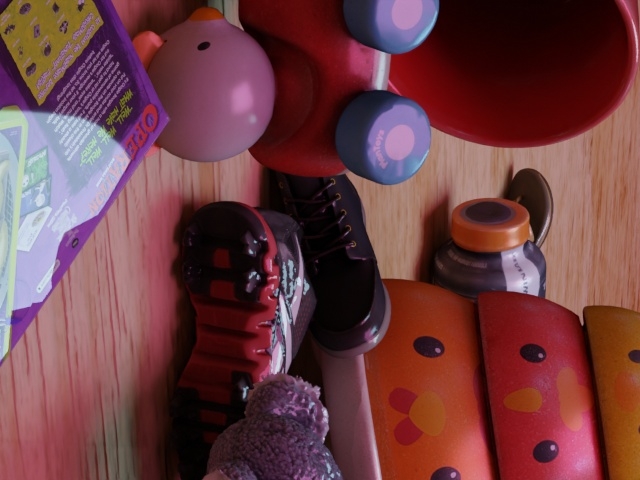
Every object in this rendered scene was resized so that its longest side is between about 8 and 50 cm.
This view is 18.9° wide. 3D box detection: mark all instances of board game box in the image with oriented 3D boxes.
[{"bbox_3d":[-0.233,-0.040,1.306,0.347,0.056,0.208,-59,138,-35],"label":"board game box"}]

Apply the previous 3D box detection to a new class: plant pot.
[{"bbox_3d":[0.197,-0.267,1.920,0.243,0.275,0.275,-68,156,-46],"label":"plant pot"}]

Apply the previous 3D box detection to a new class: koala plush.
[{"bbox_3d":[-0.018,0.231,1.575,0.221,0.203,0.196,64,32,-19],"label":"koala plush"}]

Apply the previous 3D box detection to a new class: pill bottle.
[{"bbox_3d":[0.191,0.077,2.188,0.130,0.130,0.245,-42,137,-52],"label":"pill bottle"}]

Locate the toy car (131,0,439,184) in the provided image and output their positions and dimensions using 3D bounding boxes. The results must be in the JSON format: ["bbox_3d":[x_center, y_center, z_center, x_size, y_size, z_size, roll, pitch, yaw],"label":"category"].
[{"bbox_3d":[-0.065,-0.144,1.528,0.238,0.219,0.210,-10,112,-33],"label":"toy car"}]

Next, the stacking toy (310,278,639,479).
[{"bbox_3d":[0.249,0.162,1.858,0.350,0.480,0.350,-11,90,-85],"label":"stacking toy"}]

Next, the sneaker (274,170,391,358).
[{"bbox_3d":[0.000,0.000,1.752,0.222,0.083,0.118,-102,169,-46],"label":"sneaker"}]

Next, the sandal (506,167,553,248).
[{"bbox_3d":[0.231,-0.004,2.328,0.049,0.072,0.180,25,82,-43],"label":"sandal"}]

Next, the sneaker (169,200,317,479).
[{"bbox_3d":[-0.063,0.095,1.692,0.135,0.098,0.276,-17,115,-60],"label":"sneaker"}]
